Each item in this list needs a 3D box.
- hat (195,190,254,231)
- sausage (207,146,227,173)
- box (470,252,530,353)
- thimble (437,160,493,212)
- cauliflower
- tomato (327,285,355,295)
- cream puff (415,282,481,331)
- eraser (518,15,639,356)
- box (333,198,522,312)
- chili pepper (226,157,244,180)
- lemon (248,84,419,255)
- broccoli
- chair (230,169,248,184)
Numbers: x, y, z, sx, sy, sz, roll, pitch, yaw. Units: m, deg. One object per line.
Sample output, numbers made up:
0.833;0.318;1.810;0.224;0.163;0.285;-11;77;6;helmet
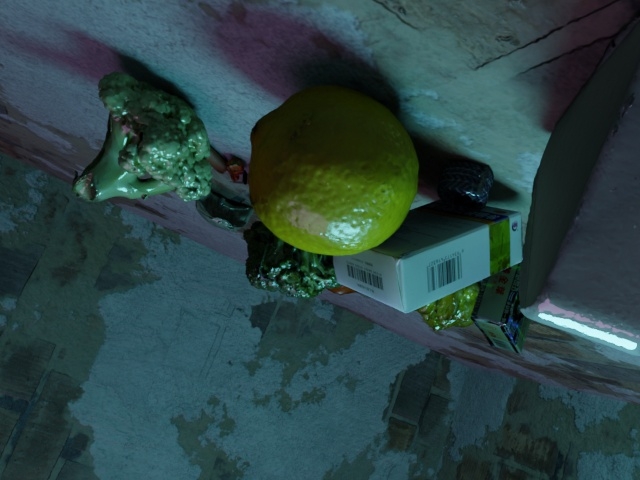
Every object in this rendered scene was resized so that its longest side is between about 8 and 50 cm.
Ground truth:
-0.358;-0.096;1.833;0.214;0.149;0.245;28;155;-23;hat
-0.290;-0.225;1.396;0.043;0.043;0.186;15;166;25;sausage
0.469;0.152;1.346;0.084;0.198;0.310;14;165;31;box
0.260;-0.096;0.982;0.095;0.066;0.104;18;167;4;thimble
-0.360;-0.185;1.139;0.260;0.281;0.327;1;146;48;cauliflower
0.078;0.101;1.821;0.309;0.170;0.309;21;165;6;tomato
0.383;0.174;1.664;0.244;0.196;0.244;-7;177;0;cream puff
0.350;-0.072;0.632;0.150;0.331;0.331;18;166;8;eraser
0.199;0.015;1.012;0.299;0.106;0.200;-17;-160;-29;box
-0.229;-0.188;1.458;0.045;0.027;0.178;-3;169;-8;chili pepper
0.020;-0.108;0.872;0.293;0.293;0.293;21;167;5;lemon
-0.049;-0.005;1.373;0.304;0.321;0.283;-132;31;-50;broccoli
-0.193;-0.165;1.421;0.086;0.037;0.042;1;177;1;chair
